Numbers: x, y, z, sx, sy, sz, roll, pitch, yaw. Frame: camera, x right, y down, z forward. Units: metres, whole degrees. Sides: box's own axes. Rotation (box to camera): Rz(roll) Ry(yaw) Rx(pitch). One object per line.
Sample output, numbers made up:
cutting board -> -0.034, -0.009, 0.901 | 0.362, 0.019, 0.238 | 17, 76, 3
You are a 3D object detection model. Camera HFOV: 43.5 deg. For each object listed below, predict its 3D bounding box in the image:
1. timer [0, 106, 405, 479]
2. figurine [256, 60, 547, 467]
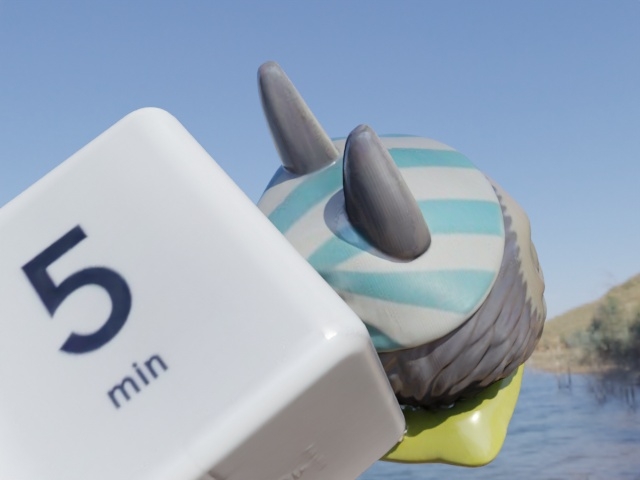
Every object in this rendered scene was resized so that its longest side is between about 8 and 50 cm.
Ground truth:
timer -> -0.090, 0.078, 0.466 | 0.194, 0.195, 0.192 | -38, -29, -8
figurine -> 0.000, 0.000, 0.711 | 0.362, 0.266, 0.377 | -12, -54, 15
